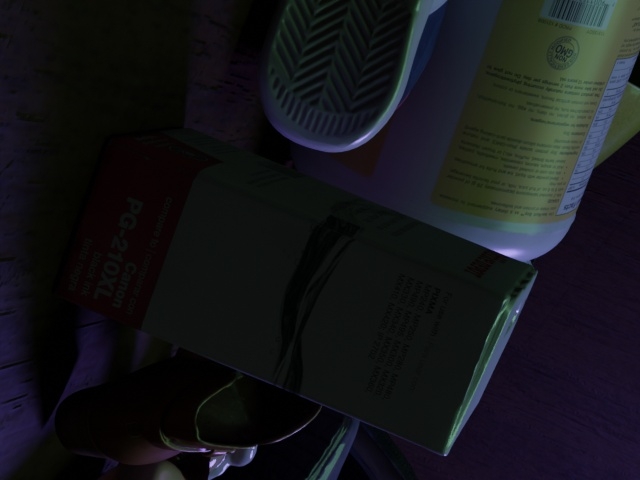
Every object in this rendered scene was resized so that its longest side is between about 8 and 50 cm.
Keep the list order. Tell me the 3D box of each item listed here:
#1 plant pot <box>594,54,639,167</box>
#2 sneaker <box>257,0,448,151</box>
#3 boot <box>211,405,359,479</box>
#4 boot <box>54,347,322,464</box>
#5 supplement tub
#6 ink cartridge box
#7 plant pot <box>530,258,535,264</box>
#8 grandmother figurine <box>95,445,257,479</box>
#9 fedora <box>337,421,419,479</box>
[{"bbox_3d":[0.344,-0.187,2.902,0.293,0.275,0.275,-54,177,20],"label":"plant pot"},{"bbox_3d":[0.054,-0.228,1.288,0.350,0.131,0.148,-63,179,3],"label":"sneaker"},{"bbox_3d":[-0.025,0.321,1.857,0.223,0.118,0.338,39,80,-41],"label":"boot"},{"bbox_3d":[-0.045,0.091,1.136,0.197,0.152,0.073,-23,99,-38],"label":"boot"},{"bbox_3d":[0.114,-0.129,1.477,0.241,0.241,0.331,-48,159,-67],"label":"supplement tub"},{"bbox_3d":[-0.007,0.023,1.088,0.172,0.237,0.100,-26,137,-78],"label":"ink cartridge box"},{"bbox_3d":[0.117,0.048,2.211,0.167,0.187,0.188,-51,-178,29],"label":"plant pot"},{"bbox_3d":[-0.121,0.177,1.285,0.208,0.104,0.342,-55,-179,23],"label":"grandmother figurine"},{"bbox_3d":[0.011,0.320,2.139,0.152,0.334,0.334,-32,159,-18],"label":"fedora"}]
